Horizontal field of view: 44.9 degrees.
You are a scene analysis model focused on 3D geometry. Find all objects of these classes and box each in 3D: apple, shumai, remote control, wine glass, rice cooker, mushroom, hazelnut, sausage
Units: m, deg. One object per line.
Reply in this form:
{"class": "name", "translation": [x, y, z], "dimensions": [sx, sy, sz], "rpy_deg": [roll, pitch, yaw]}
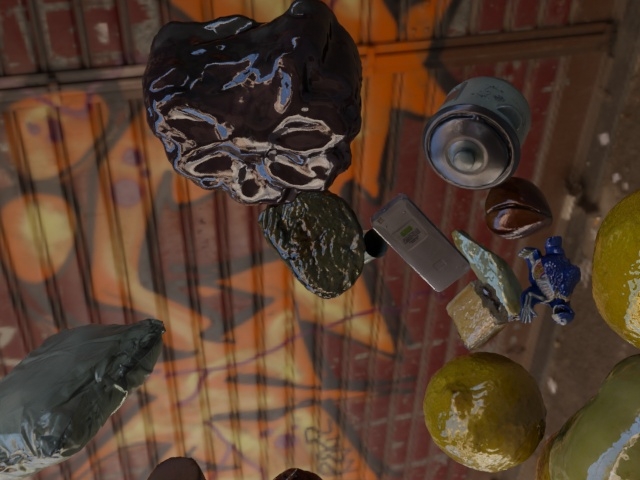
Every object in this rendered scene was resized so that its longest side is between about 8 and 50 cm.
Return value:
{"class": "apple", "translation": [0.418, 0.275, 0.958], "dimensions": [0.262, 0.262, 0.262], "rpy_deg": [172, 90, -79]}
{"class": "shumai", "translation": [-0.001, 0.000, 1.673], "dimensions": [0.256, 0.189, 0.218], "rpy_deg": [55, -178, 10]}
{"class": "remote control", "translation": [0.220, 0.008, 1.695], "dimensions": [0.250, 0.103, 0.034], "rpy_deg": [42, -163, -25]}
{"class": "wine glass", "translation": [0.095, 0.021, 2.053], "dimensions": [0.202, 0.093, 0.092], "rpy_deg": [-20, 77, 61]}
{"class": "rice cooker", "translation": [0.426, -0.289, 2.110], "dimensions": [0.264, 0.316, 0.316], "rpy_deg": [46, 175, -13]}
{"class": "mushroom", "translation": [0.510, 0.091, 2.299], "dimensions": [0.107, 0.087, 0.333], "rpy_deg": [-42, 67, 30]}
{"class": "hazelnut", "translation": [0.596, -0.090, 2.302], "dimensions": [0.208, 0.208, 0.208], "rpy_deg": [172, 90, -79]}
{"class": "sausage", "translation": [-0.263, 0.562, 1.577], "dimensions": [0.123, 0.123, 0.252], "rpy_deg": [-115, 7, -55]}

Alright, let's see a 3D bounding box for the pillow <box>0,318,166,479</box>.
{"class": "pillow", "translation": [-0.392, 0.238, 1.176], "dimensions": [0.138, 0.283, 0.310], "rpy_deg": [58, -143, -18]}

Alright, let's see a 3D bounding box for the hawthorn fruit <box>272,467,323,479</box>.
{"class": "hawthorn fruit", "translation": [-0.046, 0.649, 1.868], "dimensions": [0.210, 0.211, 0.262], "rpy_deg": [-137, 36, -72]}

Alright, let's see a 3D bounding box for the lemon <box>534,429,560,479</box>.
{"class": "lemon", "translation": [0.595, 0.530, 1.709], "dimensions": [0.267, 0.267, 0.267], "rpy_deg": [172, 90, -79]}

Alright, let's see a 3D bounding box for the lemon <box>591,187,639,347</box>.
{"class": "lemon", "translation": [0.649, 0.050, 1.409], "dimensions": [0.336, 0.336, 0.336], "rpy_deg": [172, 90, -79]}

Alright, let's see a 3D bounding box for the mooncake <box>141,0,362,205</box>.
{"class": "mooncake", "translation": [-0.106, -0.228, 1.352], "dimensions": [0.350, 0.381, 0.212], "rpy_deg": [52, -153, -41]}

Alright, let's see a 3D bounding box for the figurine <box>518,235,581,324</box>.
{"class": "figurine", "translation": [0.625, 0.119, 2.074], "dimensions": [0.164, 0.121, 0.262], "rpy_deg": [-19, 51, 37]}

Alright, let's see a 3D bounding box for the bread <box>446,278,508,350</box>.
{"class": "bread", "translation": [0.325, 0.152, 1.585], "dimensions": [0.106, 0.082, 0.125], "rpy_deg": [-55, 43, 36]}

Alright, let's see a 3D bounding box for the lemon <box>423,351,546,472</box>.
{"class": "lemon", "translation": [0.356, 0.368, 1.665], "dimensions": [0.254, 0.310, 0.253], "rpy_deg": [-17, 62, 36]}
